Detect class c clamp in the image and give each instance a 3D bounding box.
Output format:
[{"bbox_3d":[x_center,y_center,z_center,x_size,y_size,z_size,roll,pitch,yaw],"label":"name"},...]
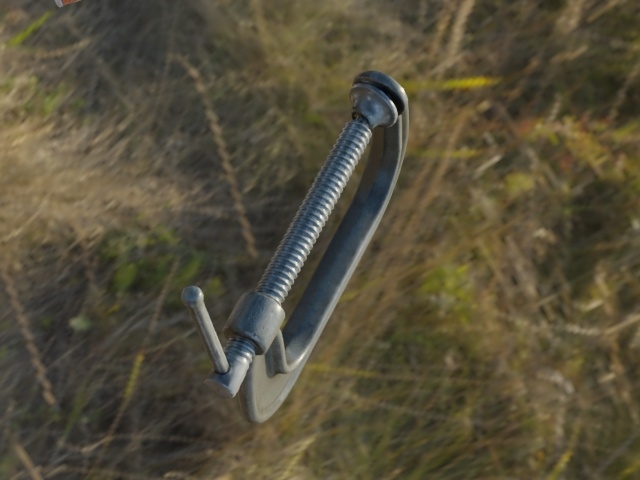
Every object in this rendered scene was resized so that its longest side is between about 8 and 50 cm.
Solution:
[{"bbox_3d":[0.000,0.000,0.623,0.022,0.137,0.161,20,58,15],"label":"c clamp"}]

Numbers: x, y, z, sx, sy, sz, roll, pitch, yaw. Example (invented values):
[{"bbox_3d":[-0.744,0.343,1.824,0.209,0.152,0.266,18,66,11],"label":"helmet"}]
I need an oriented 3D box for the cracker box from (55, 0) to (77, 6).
[{"bbox_3d":[-0.128,-0.228,0.668,0.067,0.156,0.232,-24,127,-2],"label":"cracker box"}]
